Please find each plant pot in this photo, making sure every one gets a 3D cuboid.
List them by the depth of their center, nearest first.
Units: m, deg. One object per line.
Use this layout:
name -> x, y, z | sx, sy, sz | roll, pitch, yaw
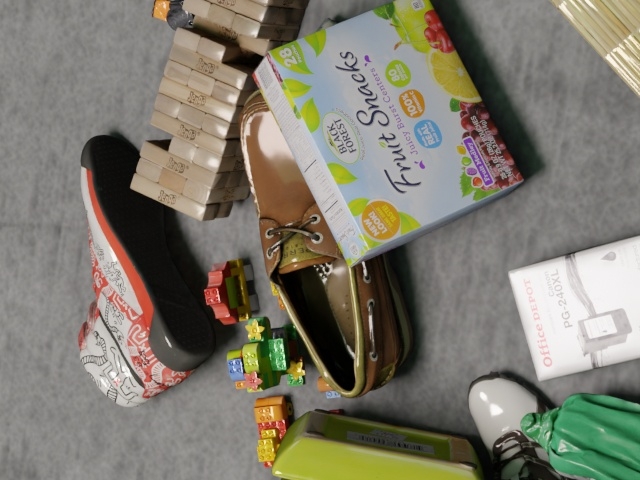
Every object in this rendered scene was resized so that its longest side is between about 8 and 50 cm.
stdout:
plant pot -> 0.044, 0.279, 1.738 | 0.228, 0.227, 0.207 | 11, 94, 3

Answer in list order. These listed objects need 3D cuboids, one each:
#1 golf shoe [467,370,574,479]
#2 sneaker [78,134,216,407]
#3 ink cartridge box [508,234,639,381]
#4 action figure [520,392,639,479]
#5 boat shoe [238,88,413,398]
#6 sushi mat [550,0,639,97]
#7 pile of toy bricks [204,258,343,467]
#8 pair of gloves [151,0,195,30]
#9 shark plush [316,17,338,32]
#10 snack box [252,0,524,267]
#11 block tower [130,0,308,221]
golf shoe -> 0.193, 0.212, 1.756 | 0.077, 0.094, 0.198 | -37, 78, 25
sneaker -> -0.212, 0.037, 1.932 | 0.145, 0.090, 0.270 | -41, 66, 39
ink cartridge box -> 0.260, 0.059, 1.725 | 0.150, 0.063, 0.109 | -17, 88, 26
action figure -> 0.292, 0.197, 1.704 | 0.232, 0.063, 0.137 | 18, 70, 15
boat shoe -> 0.000, 0.000, 1.787 | 0.111, 0.104, 0.307 | -22, 97, 29
sushi mat -> 0.265, -0.265, 1.715 | 0.151, 0.019, 0.316 | -45, 76, 21
pile of toy bricks -> -0.049, 0.121, 1.854 | 0.118, 0.105, 0.212 | -10, 91, 26
pair of gloves -> -0.133, -0.251, 1.911 | 0.074, 0.010, 0.083 | 21, 104, 22
shark plush -> -0.009, -0.136, 1.858 | 0.067, 0.073, 0.161 | 53, 136, 33
snack box -> 0.062, -0.104, 1.746 | 0.207, 0.174, 0.070 | 63, 159, 9
block tower -> -0.085, -0.194, 1.850 | 0.097, 0.091, 0.335 | 24, 104, 21
